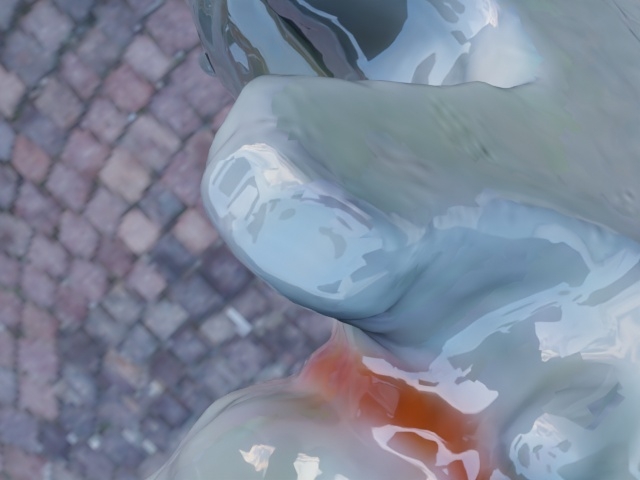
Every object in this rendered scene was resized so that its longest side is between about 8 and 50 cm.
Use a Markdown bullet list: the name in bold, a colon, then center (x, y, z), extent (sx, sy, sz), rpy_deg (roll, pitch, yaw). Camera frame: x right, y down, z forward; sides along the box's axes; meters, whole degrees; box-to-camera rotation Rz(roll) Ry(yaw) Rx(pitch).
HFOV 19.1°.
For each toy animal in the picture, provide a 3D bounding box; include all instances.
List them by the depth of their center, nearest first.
- **toy animal**: center (0.000, 0.000, 0.471), extent (0.308, 0.266, 0.188), rpy_deg (43, 126, 8)
